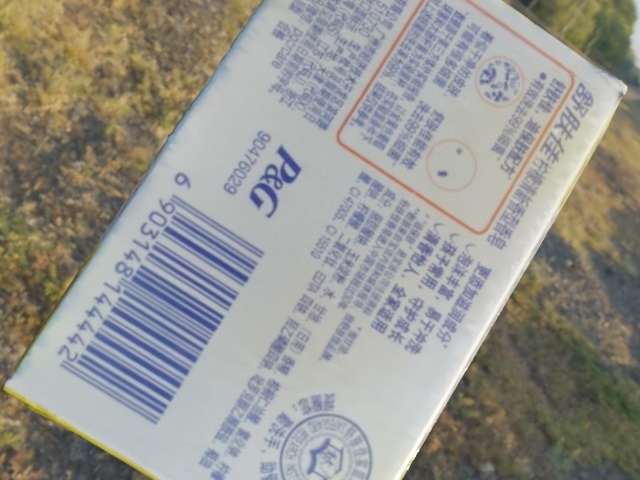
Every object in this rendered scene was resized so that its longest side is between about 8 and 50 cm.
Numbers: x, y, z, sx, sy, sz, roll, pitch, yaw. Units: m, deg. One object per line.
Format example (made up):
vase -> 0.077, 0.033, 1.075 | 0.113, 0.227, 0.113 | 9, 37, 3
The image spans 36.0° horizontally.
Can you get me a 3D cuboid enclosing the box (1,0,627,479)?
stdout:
box -> 0.000, 0.000, 0.460 | 0.168, 0.265, 0.097 | 32, -9, -7
